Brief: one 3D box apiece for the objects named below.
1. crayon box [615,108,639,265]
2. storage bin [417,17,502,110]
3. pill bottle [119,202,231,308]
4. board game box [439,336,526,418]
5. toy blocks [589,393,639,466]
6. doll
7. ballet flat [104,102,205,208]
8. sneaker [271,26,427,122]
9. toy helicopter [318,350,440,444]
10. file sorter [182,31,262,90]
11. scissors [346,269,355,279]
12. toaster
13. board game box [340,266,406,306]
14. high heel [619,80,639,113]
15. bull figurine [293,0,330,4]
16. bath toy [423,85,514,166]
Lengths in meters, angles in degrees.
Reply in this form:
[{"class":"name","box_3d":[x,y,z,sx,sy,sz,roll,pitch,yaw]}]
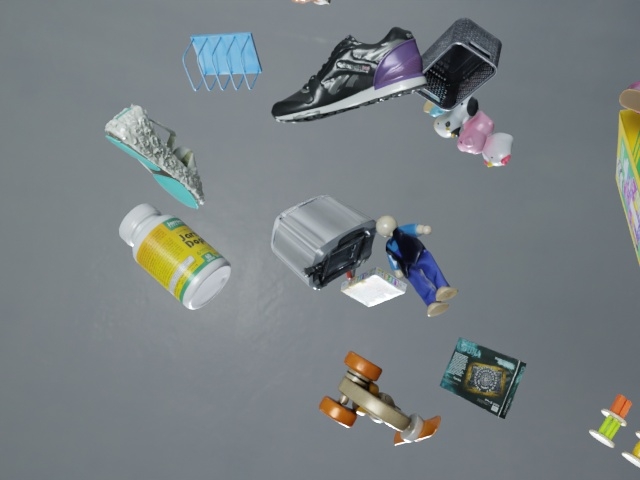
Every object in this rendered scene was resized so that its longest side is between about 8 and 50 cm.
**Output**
[{"class":"crayon box","box_3d":[0.792,-0.100,1.383,0.106,0.313,0.363,-12,157,21]},{"class":"storage bin","box_3d":[0.302,-0.390,1.309,0.122,0.084,0.180,28,149,-16]},{"class":"pill bottle","box_3d":[-0.282,0.024,1.120,0.208,0.118,0.117,39,-177,15]},{"class":"board game box","box_3d":[0.352,0.296,1.282,0.026,0.126,0.186,27,174,-29]},{"class":"toy blocks","box_3d":[0.634,0.360,1.171,0.123,0.148,0.054,34,170,27]},{"class":"doll","box_3d":[0.151,0.026,0.954,0.046,0.129,0.189,-10,-131,-29]},{"class":"ballet flat","box_3d":[-0.424,-0.231,1.631,0.146,0.147,0.409,5,158,24]},{"class":"sneaker","box_3d":[0.039,-0.295,1.048,0.283,0.124,0.107,-14,-171,12]},{"class":"toy helicopter","box_3d":[0.150,0.379,1.324,0.234,0.140,0.355,27,171,17]},{"class":"file sorter","box_3d":[-0.259,-0.466,1.545,0.170,0.105,0.118,2,142,14]},{"class":"scissors","box_3d":[0.068,0.029,1.635,0.021,0.109,0.297,8,163,19]},{"class":"toaster","box_3d":[0.000,0.000,1.202,0.146,0.129,0.227,37,-135,28]},{"class":"board game box","box_3d":[0.139,0.125,1.552,0.103,0.026,0.154,31,146,-21]},{"class":"high heel","box_3d":[0.700,-0.239,1.116,0.244,0.082,0.117,28,-146,30]},{"class":"bull figurine","box_3d":[-0.075,-0.696,1.531,0.188,0.101,0.310,19,-166,20]},{"class":"bath toy","box_3d":[0.475,-0.338,1.824,0.348,0.129,0.151,33,123,-27]}]
